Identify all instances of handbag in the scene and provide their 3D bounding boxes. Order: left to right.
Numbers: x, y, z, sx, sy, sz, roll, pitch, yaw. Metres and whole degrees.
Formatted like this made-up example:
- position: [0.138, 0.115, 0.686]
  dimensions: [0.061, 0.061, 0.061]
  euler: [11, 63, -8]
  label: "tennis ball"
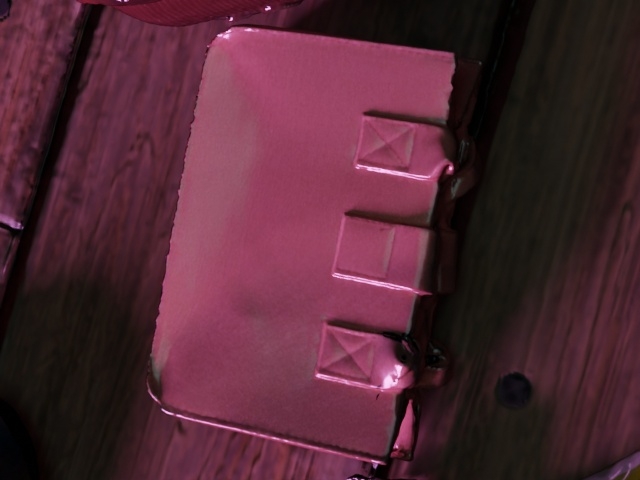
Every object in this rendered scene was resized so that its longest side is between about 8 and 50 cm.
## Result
- position: [0.000, 0.000, 0.960]
  dimensions: [0.157, 0.059, 0.212]
  euler: [9, 89, 25]
  label: "handbag"

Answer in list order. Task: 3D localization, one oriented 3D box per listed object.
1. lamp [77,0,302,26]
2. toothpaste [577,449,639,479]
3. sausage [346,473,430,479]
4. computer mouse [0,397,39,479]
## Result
- position: [-0.037, -0.198, 0.936]
  dimensions: [0.258, 0.180, 0.180]
  euler: [-9, 80, 24]
  label: "lamp"
- position: [0.199, 0.107, 0.870]
  dimensions: [0.248, 0.047, 0.078]
  euler: [-33, 68, 19]
  label: "toothpaste"
- position: [0.036, 0.192, 0.929]
  dimensions: [0.050, 0.048, 0.145]
  euler: [3, 85, -14]
  label: "sausage"
- position: [-0.243, 0.188, 1.024]
  dimensions: [0.137, 0.096, 0.233]
  euler: [12, 88, 24]
  label: "computer mouse"
